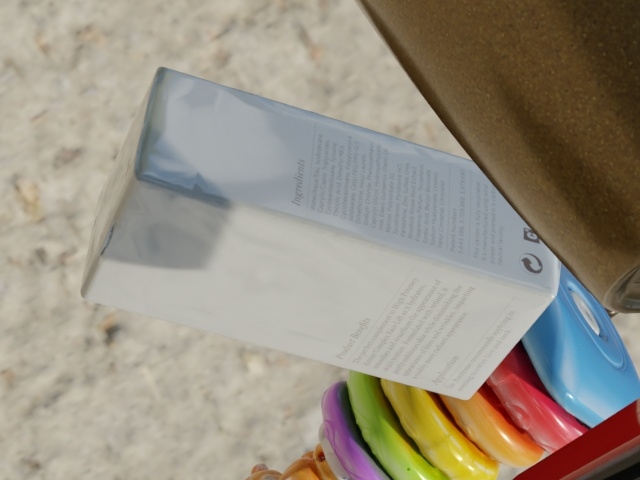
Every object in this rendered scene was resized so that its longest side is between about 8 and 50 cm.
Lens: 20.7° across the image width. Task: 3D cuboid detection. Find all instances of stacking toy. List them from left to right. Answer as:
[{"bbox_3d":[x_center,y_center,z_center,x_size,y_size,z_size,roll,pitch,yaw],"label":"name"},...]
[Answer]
[{"bbox_3d":[0.062,0.129,1.221,0.166,0.302,0.175,35,25,-52],"label":"stacking toy"}]

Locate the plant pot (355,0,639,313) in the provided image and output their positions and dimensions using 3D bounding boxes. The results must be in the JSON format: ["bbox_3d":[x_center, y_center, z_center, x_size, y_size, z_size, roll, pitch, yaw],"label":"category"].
[{"bbox_3d":[0.114,-0.112,0.641,0.237,0.237,0.254,4,60,-51],"label":"plant pot"}]

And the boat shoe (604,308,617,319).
[{"bbox_3d":[0.198,0.072,1.511,0.190,0.072,0.068,-26,82,-14],"label":"boat shoe"}]

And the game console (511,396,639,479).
[{"bbox_3d":[0.267,0.113,0.417,0.386,0.342,0.060,30,52,-10],"label":"game console"}]

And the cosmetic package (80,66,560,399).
[{"bbox_3d":[0.000,0.000,0.938,0.231,0.117,0.085,18,50,-13],"label":"cosmetic package"}]
